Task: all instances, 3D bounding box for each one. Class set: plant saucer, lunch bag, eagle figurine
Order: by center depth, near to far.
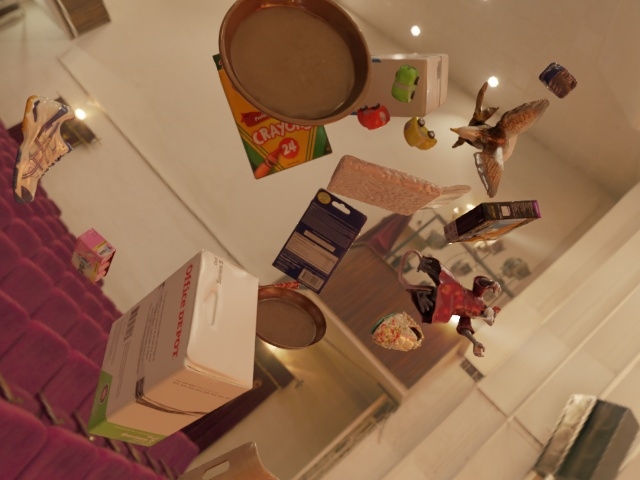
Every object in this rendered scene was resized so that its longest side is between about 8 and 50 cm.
[{"bbox_3d":[-0.042,-0.322,0.949,0.277,0.278,0.041,52,-23,2],"label":"plant saucer"},{"bbox_3d":[-0.070,0.153,1.035,0.168,0.169,0.029,42,-54,30],"label":"plant saucer"},{"bbox_3d":[0.432,-0.249,1.338,0.298,0.225,0.226,-118,-172,-65],"label":"eagle figurine"},{"bbox_3d":[0.685,-0.462,1.551,0.098,0.067,0.065,30,26,-33],"label":"lunch bag"}]

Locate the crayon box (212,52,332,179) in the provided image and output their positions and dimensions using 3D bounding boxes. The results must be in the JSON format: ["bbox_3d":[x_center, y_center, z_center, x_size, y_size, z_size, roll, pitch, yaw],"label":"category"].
[{"bbox_3d":[-0.118,-0.329,1.302,0.081,0.202,0.318,-143,-148,-79],"label":"crayon box"}]

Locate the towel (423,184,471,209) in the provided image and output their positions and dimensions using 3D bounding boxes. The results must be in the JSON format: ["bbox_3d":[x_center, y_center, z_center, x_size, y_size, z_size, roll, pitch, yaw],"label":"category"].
[{"bbox_3d":[0.418,-0.158,2.033,0.285,0.210,0.034,138,-55,-76],"label":"towel"}]

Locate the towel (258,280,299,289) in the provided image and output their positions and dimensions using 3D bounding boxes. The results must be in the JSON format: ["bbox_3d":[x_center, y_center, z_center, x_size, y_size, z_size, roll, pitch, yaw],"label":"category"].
[{"bbox_3d":[-0.224,0.182,1.842,0.199,0.275,0.031,146,-65,-68],"label":"towel"}]

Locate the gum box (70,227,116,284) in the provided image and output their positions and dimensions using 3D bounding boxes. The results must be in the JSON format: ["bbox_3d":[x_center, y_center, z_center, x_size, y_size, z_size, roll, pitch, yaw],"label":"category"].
[{"bbox_3d":[-0.750,0.057,1.767,0.107,0.062,0.188,42,-44,0],"label":"gum box"}]

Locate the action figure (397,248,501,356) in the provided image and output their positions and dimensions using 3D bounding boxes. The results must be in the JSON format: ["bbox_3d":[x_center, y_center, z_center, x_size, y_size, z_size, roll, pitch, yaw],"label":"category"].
[{"bbox_3d":[0.445,0.210,1.782,0.370,0.248,0.276,21,4,-33],"label":"action figure"}]

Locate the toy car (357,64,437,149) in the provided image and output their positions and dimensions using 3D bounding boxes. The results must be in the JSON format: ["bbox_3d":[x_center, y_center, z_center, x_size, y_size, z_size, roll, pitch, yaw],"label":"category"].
[{"bbox_3d":[0.202,-0.346,1.392,0.239,0.053,0.225,26,-36,16],"label":"toy car"}]

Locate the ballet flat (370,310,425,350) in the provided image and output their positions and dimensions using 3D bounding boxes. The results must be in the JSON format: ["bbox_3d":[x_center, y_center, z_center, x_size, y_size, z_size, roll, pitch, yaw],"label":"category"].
[{"bbox_3d":[0.180,0.202,1.166,0.077,0.091,0.241,40,10,22],"label":"ballet flat"}]

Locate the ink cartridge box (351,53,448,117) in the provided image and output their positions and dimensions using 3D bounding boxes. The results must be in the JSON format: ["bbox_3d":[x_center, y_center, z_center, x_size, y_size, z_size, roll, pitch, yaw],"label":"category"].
[{"bbox_3d":[0.227,-0.493,1.677,0.286,0.395,0.166,7,-68,20],"label":"ink cartridge box"}]

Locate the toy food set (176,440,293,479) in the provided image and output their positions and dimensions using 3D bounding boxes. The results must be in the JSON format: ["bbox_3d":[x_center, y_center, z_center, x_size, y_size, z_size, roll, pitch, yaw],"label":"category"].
[{"bbox_3d":[-0.159,0.597,1.274,0.306,0.220,0.092,53,15,-32],"label":"toy food set"}]

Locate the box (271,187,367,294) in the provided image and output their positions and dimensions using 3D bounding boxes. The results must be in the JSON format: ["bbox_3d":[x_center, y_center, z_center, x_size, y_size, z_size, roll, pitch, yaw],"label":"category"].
[{"bbox_3d":[0.000,0.000,1.266,0.137,0.225,0.036,33,15,0],"label":"box"}]

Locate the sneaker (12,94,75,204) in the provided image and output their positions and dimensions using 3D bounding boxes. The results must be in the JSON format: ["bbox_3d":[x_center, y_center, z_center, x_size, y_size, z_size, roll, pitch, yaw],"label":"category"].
[{"bbox_3d":[-0.746,-0.233,1.451,0.112,0.131,0.296,31,-73,58],"label":"sneaker"}]

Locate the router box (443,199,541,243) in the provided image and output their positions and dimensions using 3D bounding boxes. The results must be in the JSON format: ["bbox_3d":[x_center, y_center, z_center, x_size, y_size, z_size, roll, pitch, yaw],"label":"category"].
[{"bbox_3d":[0.371,-0.039,1.180,0.179,0.133,0.046,131,-47,-70],"label":"router box"}]

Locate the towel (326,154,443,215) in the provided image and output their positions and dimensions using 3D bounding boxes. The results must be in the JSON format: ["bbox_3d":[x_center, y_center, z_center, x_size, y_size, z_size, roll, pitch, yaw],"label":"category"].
[{"bbox_3d":[0.201,-0.179,1.804,0.332,0.053,0.317,16,-11,-6],"label":"towel"}]

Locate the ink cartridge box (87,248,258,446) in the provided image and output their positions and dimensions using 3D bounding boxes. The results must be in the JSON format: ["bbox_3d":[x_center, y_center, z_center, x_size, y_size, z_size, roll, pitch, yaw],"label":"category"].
[{"bbox_3d":[-0.223,0.170,0.824,0.115,0.273,0.198,31,39,-33],"label":"ink cartridge box"}]
